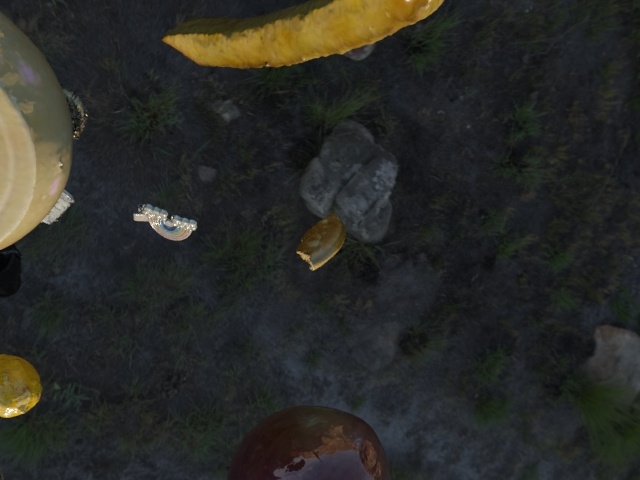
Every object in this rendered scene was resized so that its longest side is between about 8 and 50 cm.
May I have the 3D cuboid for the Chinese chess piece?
[{"bbox_3d":[-0.346,-0.095,0.410,0.250,0.097,0.251,-5,121,-8],"label":"Chinese chess piece"}]

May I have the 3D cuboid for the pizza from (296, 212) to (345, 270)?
[{"bbox_3d":[0.005,0.001,1.404,0.134,0.271,0.056,-16,116,15],"label":"pizza"}]

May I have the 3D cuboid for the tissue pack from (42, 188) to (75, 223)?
[{"bbox_3d":[-0.854,-0.204,1.320,0.125,0.343,0.242,-51,148,-13],"label":"tissue pack"}]

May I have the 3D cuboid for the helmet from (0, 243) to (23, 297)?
[{"bbox_3d":[-0.622,0.030,0.773,0.160,0.279,0.230,-40,153,0],"label":"helmet"}]

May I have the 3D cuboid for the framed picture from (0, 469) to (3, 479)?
[{"bbox_3d":[-0.513,0.321,0.632,0.296,0.232,0.019,-50,144,6],"label":"framed picture"}]

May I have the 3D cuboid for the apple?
[{"bbox_3d":[-0.019,0.440,0.898,0.235,0.305,0.306,-37,119,-44],"label":"apple"}]

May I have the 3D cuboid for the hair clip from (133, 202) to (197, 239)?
[{"bbox_3d":[-0.524,-0.063,1.656,0.220,0.054,0.140,21,140,-3],"label":"hair clip"}]

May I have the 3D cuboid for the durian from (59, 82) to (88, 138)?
[{"bbox_3d":[-0.756,-0.344,1.371,0.196,0.196,0.167,-31,106,-11],"label":"durian"}]

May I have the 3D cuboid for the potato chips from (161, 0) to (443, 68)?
[{"bbox_3d":[-0.029,-0.206,0.464,0.057,0.406,0.080,-53,128,-20],"label":"potato chips"}]

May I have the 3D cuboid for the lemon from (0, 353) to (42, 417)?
[{"bbox_3d":[-0.680,0.315,1.071,0.114,0.155,0.114,-39,158,-19],"label":"lemon"}]
